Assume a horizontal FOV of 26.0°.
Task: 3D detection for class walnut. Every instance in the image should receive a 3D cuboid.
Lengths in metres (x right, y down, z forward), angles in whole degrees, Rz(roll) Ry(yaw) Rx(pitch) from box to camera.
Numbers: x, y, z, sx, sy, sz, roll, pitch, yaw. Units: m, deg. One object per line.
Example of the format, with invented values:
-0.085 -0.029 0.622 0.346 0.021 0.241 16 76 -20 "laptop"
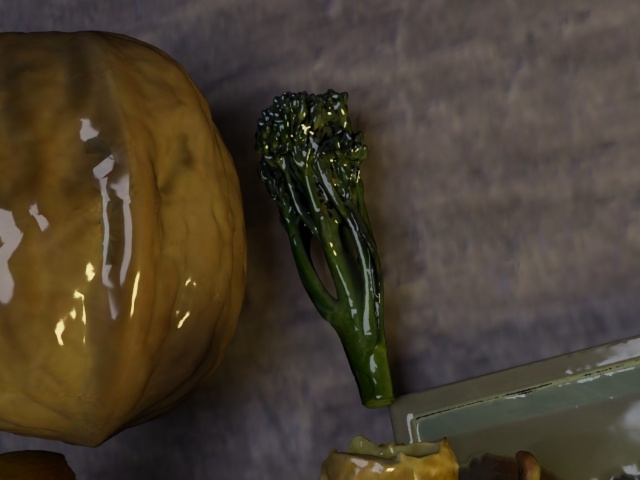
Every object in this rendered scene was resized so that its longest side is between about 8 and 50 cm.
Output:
-0.153 -0.003 0.841 0.225 0.225 0.260 -22 70 26 "walnut"

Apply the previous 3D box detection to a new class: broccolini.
0.014 0.003 0.844 0.091 0.068 0.202 -25 79 39 "broccolini"

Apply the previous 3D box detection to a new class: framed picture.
0.169 0.147 0.734 0.265 0.018 0.192 -19 72 27 "framed picture"

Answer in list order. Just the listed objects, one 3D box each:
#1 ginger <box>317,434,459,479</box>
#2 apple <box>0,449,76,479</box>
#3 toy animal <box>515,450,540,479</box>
-0.008 0.284 0.640 0.236 0.166 0.375 39 95 29 "ginger"
-0.167 0.237 0.800 0.237 0.237 0.207 23 74 33 "apple"
0.043 0.211 0.755 0.099 0.057 0.241 31 98 32 "toy animal"
